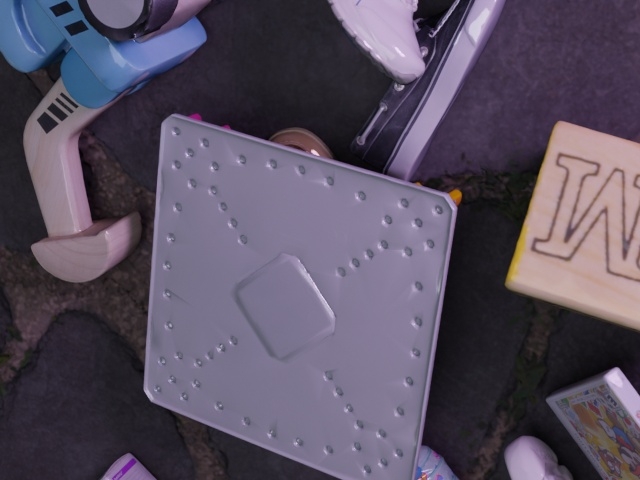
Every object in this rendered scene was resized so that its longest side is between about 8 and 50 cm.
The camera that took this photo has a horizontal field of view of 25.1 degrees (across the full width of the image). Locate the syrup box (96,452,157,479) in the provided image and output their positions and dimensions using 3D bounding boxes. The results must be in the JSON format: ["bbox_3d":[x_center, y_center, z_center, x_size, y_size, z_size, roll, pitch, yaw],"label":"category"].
[{"bbox_3d":[-0.220,0.408,1.927,0.237,0.096,0.093,46,109,2],"label":"syrup box"}]

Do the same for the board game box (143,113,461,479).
[{"bbox_3d":[-0.031,0.073,1.720,0.390,0.050,0.390,18,115,26],"label":"board game box"}]

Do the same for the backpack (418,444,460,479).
[{"bbox_3d":[0.094,0.342,1.796,0.182,0.152,0.115,-40,99,9],"label":"backpack"}]

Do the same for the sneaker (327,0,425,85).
[{"bbox_3d":[0.061,-0.314,1.621,0.129,0.111,0.297,-24,72,12],"label":"sneaker"}]

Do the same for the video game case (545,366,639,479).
[{"bbox_3d":[0.357,0.248,1.651,0.026,0.227,0.206,-34,84,-14],"label":"video game case"}]

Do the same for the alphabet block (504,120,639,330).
[{"bbox_3d":[0.328,-0.005,1.593,0.197,0.192,0.193,18,88,10],"label":"alphabet block"}]

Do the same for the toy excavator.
[{"bbox_3d":[-0.286,-0.219,1.758,0.445,0.222,0.433,-36,92,35],"label":"toy excavator"}]

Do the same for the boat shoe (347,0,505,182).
[{"bbox_3d":[0.124,-0.212,1.672,0.102,0.108,0.301,30,117,6],"label":"boat shoe"}]

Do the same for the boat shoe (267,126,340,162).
[{"bbox_3d":[0.000,0.000,1.764,0.104,0.089,0.285,-19,97,20],"label":"boat shoe"}]

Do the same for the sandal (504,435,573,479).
[{"bbox_3d":[0.324,0.426,1.709,0.102,0.169,0.416,-33,80,18],"label":"sandal"}]
